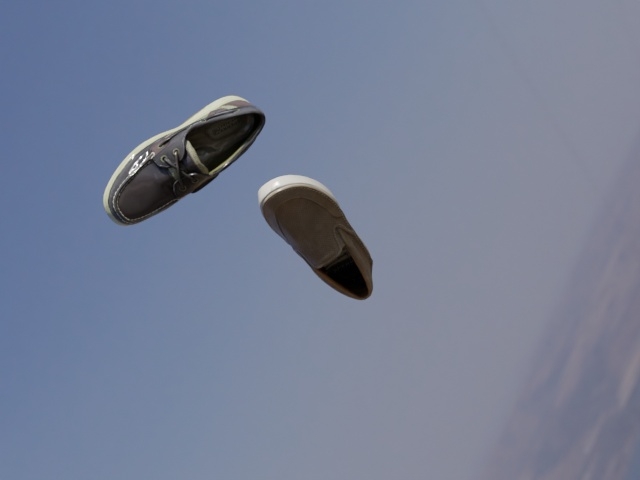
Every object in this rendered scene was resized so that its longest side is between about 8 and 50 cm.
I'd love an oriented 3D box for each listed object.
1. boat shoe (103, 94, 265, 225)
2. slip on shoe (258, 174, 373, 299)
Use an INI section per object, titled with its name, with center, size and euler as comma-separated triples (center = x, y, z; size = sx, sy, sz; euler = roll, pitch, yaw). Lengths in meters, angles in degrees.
[boat shoe]
center = -0.110, -0.067, 1.492
size = 0.152, 0.056, 0.049
euler = -42, 18, -16
[slip on shoe]
center = 0.000, 0.000, 1.389
size = 0.135, 0.051, 0.041
euler = 51, -165, -47
